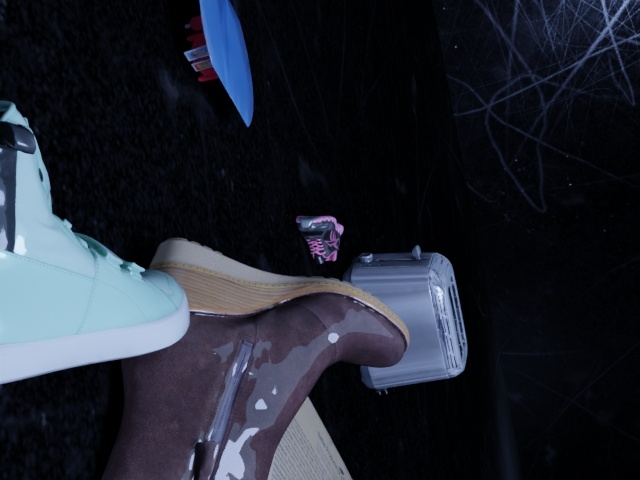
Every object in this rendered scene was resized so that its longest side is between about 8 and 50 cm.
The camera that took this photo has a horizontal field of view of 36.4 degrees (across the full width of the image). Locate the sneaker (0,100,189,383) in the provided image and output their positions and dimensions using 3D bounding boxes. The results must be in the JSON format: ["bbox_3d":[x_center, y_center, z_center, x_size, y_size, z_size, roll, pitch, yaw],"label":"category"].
[{"bbox_3d":[-0.152,-0.005,0.579,0.256,0.094,0.151,-4,92,-72],"label":"sneaker"}]

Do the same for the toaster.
[{"bbox_3d":[0.126,0.120,1.403,0.129,0.146,0.227,-51,131,-68],"label":"toaster"}]

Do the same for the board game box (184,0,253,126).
[{"bbox_3d":[-0.107,-0.193,0.967,0.168,0.033,0.133,62,20,-62],"label":"board game box"}]

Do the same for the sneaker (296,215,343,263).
[{"bbox_3d":[0.000,0.000,1.226,0.119,0.047,0.057,27,67,-69],"label":"sneaker"}]

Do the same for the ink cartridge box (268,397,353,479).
[{"bbox_3d":[-0.042,0.246,0.855,0.193,0.088,0.234,-83,156,-46],"label":"ink cartridge box"}]

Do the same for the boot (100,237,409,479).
[{"bbox_3d":[-0.042,0.124,0.763,0.248,0.090,0.207,20,58,-24],"label":"boot"}]
